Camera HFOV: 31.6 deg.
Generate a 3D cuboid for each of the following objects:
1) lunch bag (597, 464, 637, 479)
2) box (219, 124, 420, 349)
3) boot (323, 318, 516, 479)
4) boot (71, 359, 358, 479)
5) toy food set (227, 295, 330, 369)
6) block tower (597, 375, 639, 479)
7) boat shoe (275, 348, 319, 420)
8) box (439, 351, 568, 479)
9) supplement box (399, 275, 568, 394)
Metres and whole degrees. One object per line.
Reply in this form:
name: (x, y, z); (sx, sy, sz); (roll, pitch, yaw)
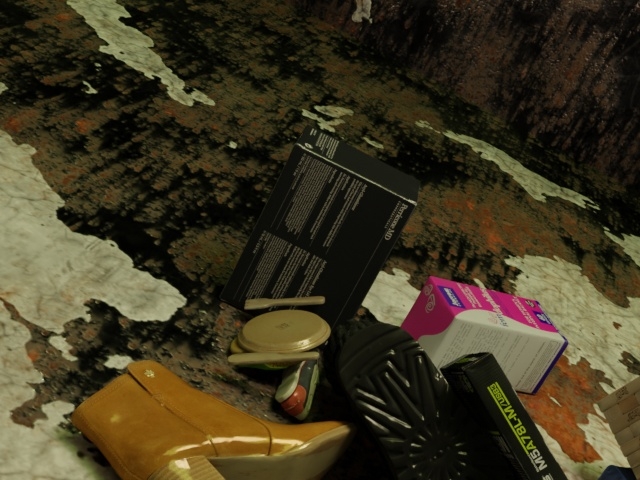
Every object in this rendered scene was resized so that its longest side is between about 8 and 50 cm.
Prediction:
lunch bag: (0.430, 0.359, 1.549); (0.065, 0.067, 0.098); (10, 32, -34)
box: (0.000, 0.000, 1.581); (0.184, 0.261, 0.103); (28, 23, -1)
boot: (0.123, 0.246, 1.378); (0.348, 0.131, 0.260); (64, -6, 4)
boot: (-0.110, 0.201, 1.251); (0.211, 0.104, 0.295); (40, 30, 25)
toy food set: (-0.052, 0.130, 1.484); (0.132, 0.039, 0.192); (-3, 21, 5)
block tower: (0.497, 0.340, 1.488); (0.091, 0.097, 0.335); (2, 56, -42)
boat shoe: (-0.023, 0.181, 1.457); (0.043, 0.049, 0.137); (46, 24, -11)
box: (0.212, 0.218, 1.309); (0.184, 0.045, 0.191); (62, -5, 4)
supplement box: (0.250, 0.147, 1.737); (0.220, 0.114, 0.111); (12, 29, -28)
